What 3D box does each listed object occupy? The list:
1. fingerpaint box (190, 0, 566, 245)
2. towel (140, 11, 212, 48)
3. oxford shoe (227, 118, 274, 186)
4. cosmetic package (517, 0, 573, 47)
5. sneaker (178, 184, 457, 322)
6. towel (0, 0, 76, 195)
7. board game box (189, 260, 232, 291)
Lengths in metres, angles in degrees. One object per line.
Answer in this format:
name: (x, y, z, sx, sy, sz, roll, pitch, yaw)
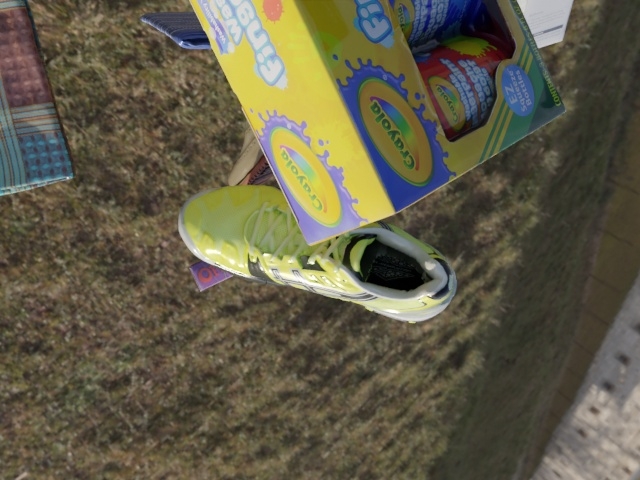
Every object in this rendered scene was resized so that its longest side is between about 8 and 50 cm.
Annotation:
fingerpaint box: (0.058, -0.275, 0.843, 0.371, 0.445, 0.163, -29, -174, -38)
towel: (-0.193, -0.403, 1.370, 0.243, 0.336, 0.040, -7, 115, -23)
oxford shoe: (-0.078, -0.220, 1.242, 0.348, 0.130, 0.123, -50, 173, 31)
cosmetic package: (0.364, -0.513, 1.359, 0.138, 0.224, 0.224, -21, 139, -23)
sneaker: (0.000, 0.000, 0.946, 0.147, 0.385, 0.145, 102, 1, -78)
towel: (-0.518, -0.164, 0.880, 0.370, 0.040, 0.271, -12, 105, -2)
board game box: (-0.028, -0.023, 1.164, 0.347, 0.056, 0.208, -25, -173, 6)
